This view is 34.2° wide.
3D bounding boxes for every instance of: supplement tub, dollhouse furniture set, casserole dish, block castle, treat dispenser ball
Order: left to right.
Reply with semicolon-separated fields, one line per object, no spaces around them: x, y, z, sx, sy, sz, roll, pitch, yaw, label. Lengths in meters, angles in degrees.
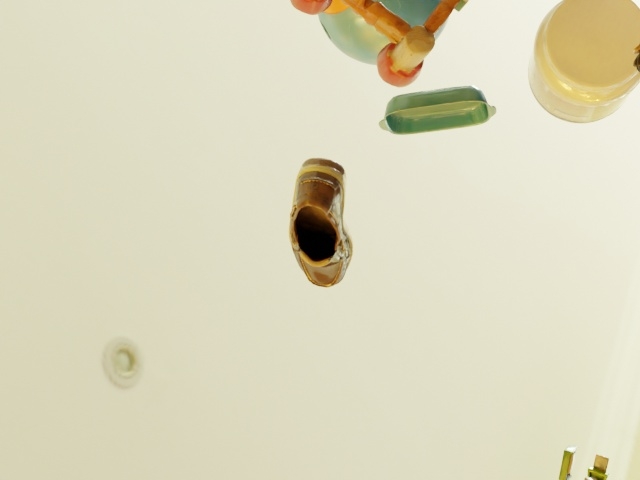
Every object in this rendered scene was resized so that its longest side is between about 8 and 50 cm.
0.132;-0.510;2.165;0.288;0.288;0.288;26;-124;-45;treat dispenser ball
0.176;-0.540;1.908;0.303;0.213;0.453;38;-101;-4;block castle
0.186;-0.210;1.668;0.114;0.188;0.037;50;-146;-71;casserole dish
0.543;-0.371;2.110;0.316;0.228;0.228;20;-125;-81;supplement tub
0.492;0.405;1.789;0.076;0.152;0.058;-14;-64;-59;dollhouse furniture set

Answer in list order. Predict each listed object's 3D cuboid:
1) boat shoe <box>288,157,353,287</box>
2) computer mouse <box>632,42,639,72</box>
-0.008;-0.001;1.481;0.257;0.095;0.095;82;-164;-51;boat shoe
0.485;-0.213;1.392;0.106;0.042;0.193;-44;-52;-7;computer mouse
